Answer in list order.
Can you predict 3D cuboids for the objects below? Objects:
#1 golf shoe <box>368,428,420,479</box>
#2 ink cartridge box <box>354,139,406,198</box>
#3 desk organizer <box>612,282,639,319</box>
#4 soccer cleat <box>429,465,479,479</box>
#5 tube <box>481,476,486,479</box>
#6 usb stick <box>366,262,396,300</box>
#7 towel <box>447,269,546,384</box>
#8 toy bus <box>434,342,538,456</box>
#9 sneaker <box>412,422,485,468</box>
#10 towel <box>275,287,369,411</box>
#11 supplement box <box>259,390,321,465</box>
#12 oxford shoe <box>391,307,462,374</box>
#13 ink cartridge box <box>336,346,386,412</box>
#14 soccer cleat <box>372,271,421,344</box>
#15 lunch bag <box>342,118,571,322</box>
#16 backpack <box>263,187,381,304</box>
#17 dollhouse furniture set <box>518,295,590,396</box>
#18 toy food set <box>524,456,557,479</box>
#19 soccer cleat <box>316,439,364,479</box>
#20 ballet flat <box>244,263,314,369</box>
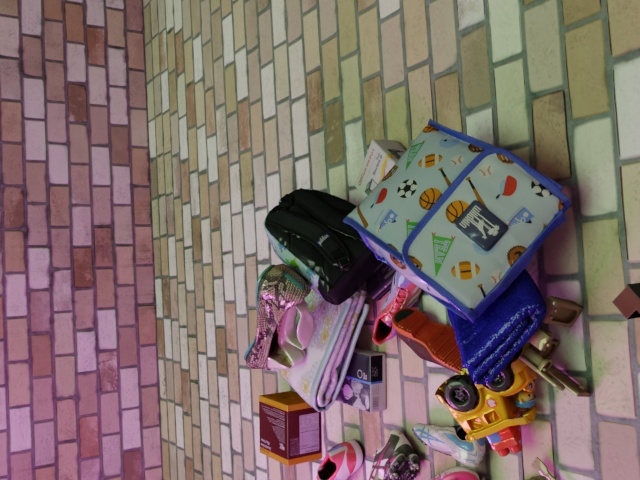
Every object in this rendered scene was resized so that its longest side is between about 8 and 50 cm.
[{"bbox_3d":[0.183,0.643,1.914,0.272,0.105,0.120,-62,27,28],"label":"golf shoe"},{"bbox_3d":[0.197,-0.151,1.859,0.212,0.093,0.154,56,135,42],"label":"ink cartridge box"},{"bbox_3d":[0.606,0.143,1.286,0.130,0.047,0.050,61,139,36],"label":"desk organizer"},{"bbox_3d":[0.278,0.636,1.725,0.331,0.116,0.143,-61,6,31],"label":"soccer cleat"},{"bbox_3d":[0.367,0.686,1.656,0.070,0.062,0.240,26,112,23],"label":"tube"},{"bbox_3d":[0.209,0.072,1.890,0.278,0.045,0.077,-50,44,45],"label":"usb stick"},{"bbox_3d":[0.355,0.137,1.488,0.227,0.076,0.308,-58,14,21],"label":"towel"},{"bbox_3d":[0.397,0.355,1.525,0.220,0.149,0.211,-34,81,31],"label":"toy bus"},{"bbox_3d":[0.317,0.486,1.715,0.237,0.085,0.086,5,68,60],"label":"sneaker"},{"bbox_3d":[-0.005,0.278,2.093,0.320,0.090,0.374,31,101,60],"label":"towel"},{"bbox_3d":[-0.102,0.613,2.295,0.191,0.129,0.194,-2,89,57],"label":"supplement box"},{"bbox_3d":[0.296,0.266,1.747,0.271,0.097,0.098,35,154,43],"label":"oxford shoe"},{"bbox_3d":[0.072,0.399,2.089,0.333,0.065,0.165,-2,90,58],"label":"ink cartridge box"},{"bbox_3d":[0.200,0.171,1.843,0.083,0.095,0.248,28,125,13],"label":"soccer cleat"},{"bbox_3d":[0.290,-0.044,1.493,0.328,0.239,0.385,-49,43,-1],"label":"lunch bag"},{"bbox_3d":[0.000,0.000,1.979,0.356,0.290,0.273,35,160,23],"label":"backpack"},{"bbox_3d":[0.495,0.213,1.392,0.123,0.144,0.151,41,110,43],"label":"dollhouse furniture set"},{"bbox_3d":[0.473,0.576,1.515,0.132,0.039,0.192,45,122,38],"label":"toy food set"},{"bbox_3d":[0.024,0.730,2.117,0.108,0.117,0.318,53,132,42],"label":"soccer cleat"},{"bbox_3d":[-0.112,0.264,1.989,0.182,0.164,0.482,33,140,16],"label":"ballet flat"}]
